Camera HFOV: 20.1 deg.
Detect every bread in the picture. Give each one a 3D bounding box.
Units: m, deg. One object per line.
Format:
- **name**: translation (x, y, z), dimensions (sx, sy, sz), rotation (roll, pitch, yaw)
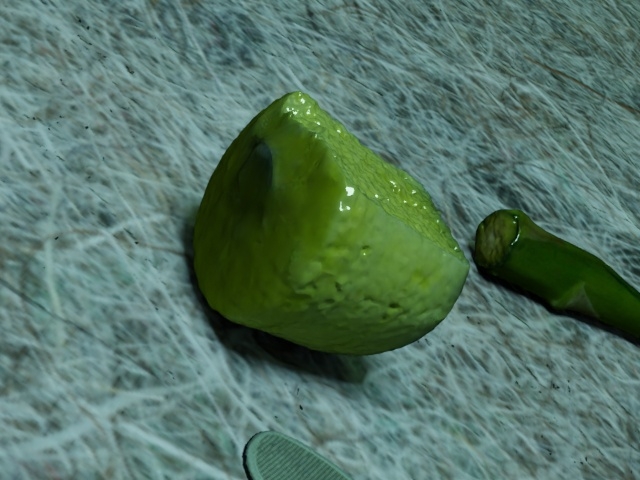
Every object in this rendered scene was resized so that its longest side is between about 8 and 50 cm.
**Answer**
- **bread**: translation (0.000, 0.000, 0.924), dimensions (0.114, 0.111, 0.129), rotation (26, 27, -31)

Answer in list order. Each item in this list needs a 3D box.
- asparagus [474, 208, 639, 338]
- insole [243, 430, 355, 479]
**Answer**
- **asparagus**: translation (0.178, 0.031, 1.171), dimensions (0.178, 0.041, 0.045), rotation (24, 38, -27)
- **insole**: translation (0.051, 0.170, 0.834), dimensions (0.232, 0.003, 0.080), rotation (42, 27, 8)
